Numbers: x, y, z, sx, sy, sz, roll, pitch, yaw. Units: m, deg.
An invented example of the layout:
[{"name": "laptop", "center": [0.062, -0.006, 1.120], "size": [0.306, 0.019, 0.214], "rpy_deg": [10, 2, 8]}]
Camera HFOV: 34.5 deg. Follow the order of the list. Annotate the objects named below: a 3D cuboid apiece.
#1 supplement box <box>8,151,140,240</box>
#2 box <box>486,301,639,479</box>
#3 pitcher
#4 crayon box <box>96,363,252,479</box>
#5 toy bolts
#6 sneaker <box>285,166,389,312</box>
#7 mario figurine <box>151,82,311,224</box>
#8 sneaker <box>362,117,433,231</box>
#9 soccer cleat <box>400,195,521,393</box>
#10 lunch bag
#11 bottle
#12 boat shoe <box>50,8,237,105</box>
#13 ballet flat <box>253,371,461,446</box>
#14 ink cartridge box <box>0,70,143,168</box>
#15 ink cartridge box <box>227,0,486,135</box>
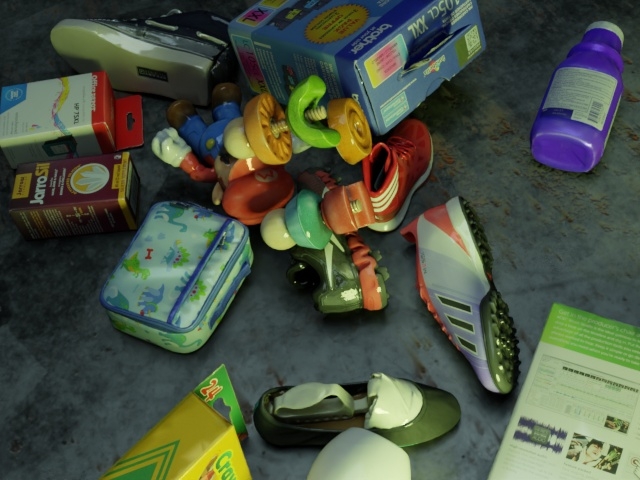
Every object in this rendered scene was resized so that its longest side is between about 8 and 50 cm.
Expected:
[{"name": "supplement box", "center": [-0.393, -0.071, 1.658], "size": [0.188, 0.081, 0.104], "rpy_deg": [-6, 53, 4]}, {"name": "box", "center": [0.366, 0.248, 1.333], "size": [0.232, 0.058, 0.322], "rpy_deg": [17, 58, 19]}, {"name": "pitcher", "center": [0.051, 0.353, 1.267], "size": [0.177, 0.125, 0.207], "rpy_deg": [28, 70, 2]}, {"name": "crayon box", "center": [-0.191, 0.322, 1.257], "size": [0.081, 0.202, 0.318], "rpy_deg": [34, 64, 28]}, {"name": "toy bolts", "center": [-0.024, -0.098, 1.477], "size": [0.158, 0.218, 0.229], "rpy_deg": [-17, 86, 23]}, {"name": "sneaker", "center": [0.000, 0.000, 1.541], "size": [0.135, 0.098, 0.276], "rpy_deg": [-18, 54, -8]}, {"name": "mario figurine", "center": [-0.137, -0.162, 1.616], "size": [0.198, 0.170, 0.320], "rpy_deg": [-51, 41, 11]}, {"name": "sneaker", "center": [0.124, -0.132, 1.605], "size": [0.087, 0.128, 0.221], "rpy_deg": [10, 56, 13]}, {"name": "soccer cleat", "center": [0.198, 0.085, 1.462], "size": [0.116, 0.108, 0.318], "rpy_deg": [-24, 53, 18]}, {"name": "lunch bag", "center": [-0.208, 0.050, 1.539], "size": [0.176, 0.090, 0.219], "rpy_deg": [20, 59, 18]}, {"name": "bottle", "center": [0.428, -0.240, 1.669], "size": [0.118, 0.092, 0.283], "rpy_deg": [15, 56, 17]}, {"name": "boat shoe", "center": [-0.300, -0.352, 1.847], "size": [0.340, 0.127, 0.158], "rpy_deg": [19, 51, 11]}, {"name": "ballet flat", "center": [0.047, 0.225, 1.365], "size": [0.280, 0.096, 0.095], "rpy_deg": [-6, 52, 3]}, {"name": "ink cartridge box", "center": [-0.427, -0.212, 1.772], "size": [0.231, 0.078, 0.134], "rpy_deg": [-10, 52, -1]}, {"name": "ink cartridge box", "center": [0.078, -0.326, 1.681], "size": [0.270, 0.151, 0.395], "rpy_deg": [-41, 43, -23]}]
